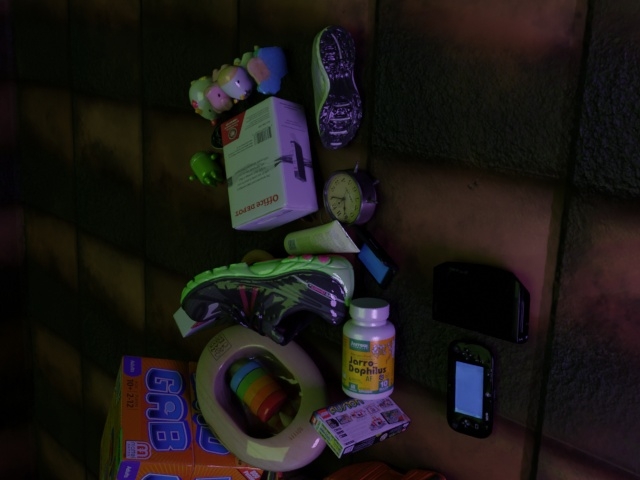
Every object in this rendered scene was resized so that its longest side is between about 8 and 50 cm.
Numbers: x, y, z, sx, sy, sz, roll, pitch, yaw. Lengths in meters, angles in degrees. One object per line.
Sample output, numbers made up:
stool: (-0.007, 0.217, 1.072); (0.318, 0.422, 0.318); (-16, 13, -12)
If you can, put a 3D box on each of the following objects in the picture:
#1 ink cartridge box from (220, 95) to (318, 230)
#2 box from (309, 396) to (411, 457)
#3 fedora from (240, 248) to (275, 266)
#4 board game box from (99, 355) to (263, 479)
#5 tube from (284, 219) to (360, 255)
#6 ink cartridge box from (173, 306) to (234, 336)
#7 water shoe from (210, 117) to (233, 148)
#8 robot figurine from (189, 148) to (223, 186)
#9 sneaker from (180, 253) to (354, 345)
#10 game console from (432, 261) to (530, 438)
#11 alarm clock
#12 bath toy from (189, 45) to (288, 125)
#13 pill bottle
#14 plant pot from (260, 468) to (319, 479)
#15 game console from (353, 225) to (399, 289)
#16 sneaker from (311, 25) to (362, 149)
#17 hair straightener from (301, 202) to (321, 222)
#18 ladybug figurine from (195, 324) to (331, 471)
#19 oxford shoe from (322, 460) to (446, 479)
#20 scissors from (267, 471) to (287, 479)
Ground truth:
ink cartridge box: (-0.125, -0.175, 1.914); (0.197, 0.114, 0.272); (-20, 71, 41)
box: (0.090, 0.400, 1.771); (0.114, 0.207, 0.036); (45, 129, 35)
fedora: (-0.137, 0.111, 2.065); (0.194, 0.079, 0.194); (11, 105, 46)
board game box: (-0.389, 0.575, 2.153); (0.356, 0.356, 0.356); (-107, 32, -51)
tube: (0.000, 0.000, 1.878); (0.240, 0.070, 0.062); (-9, 74, 58)
ink cartridge box: (-0.293, 0.188, 2.191); (0.127, 0.175, 0.072); (-44, 68, 45)
water shoe: (-0.248, -0.290, 2.107); (0.203, 0.080, 0.073); (-16, 85, 49)
robot figurine: (-0.317, -0.200, 2.215); (0.101, 0.067, 0.115); (-44, 62, 14)
sneaker: (-0.142, 0.152, 1.891); (0.483, 0.185, 0.202); (-10, 81, 33)
game console: (0.315, 0.225, 1.601); (0.213, 0.044, 0.361); (12, 107, 47)
alarm clock: (0.057, -0.088, 1.813); (0.192, 0.064, 0.129); (-36, 71, 44)
bath toy: (-0.224, -0.380, 2.011); (0.348, 0.151, 0.129); (-11, 91, 52)
pill bottle: (0.107, 0.239, 1.784); (0.118, 0.118, 0.208); (15, 109, 47)
plant pot: (-0.090, 0.648, 2.079); (0.165, 0.167, 0.167); (33, 122, 50)
game console: (0.110, 0.040, 1.778); (0.071, 0.107, 0.122); (-45, 61, 12)
sneaker: (0.030, -0.339, 1.783); (0.108, 0.100, 0.271); (-141, 47, -68)
hair straightener: (-0.066, -0.149, 1.969); (0.089, 0.047, 0.230); (-55, 52, 25)
ladybug figurine: (-0.136, 0.394, 2.016); (0.305, 0.162, 0.449); (-43, 55, -3)
oxford shoe: (0.142, 0.592, 1.819); (0.364, 0.130, 0.132); (-7, 100, 51)
scissors: (-0.146, 0.677, 1.999); (0.297, 0.021, 0.109); (-63, 36, 29)
